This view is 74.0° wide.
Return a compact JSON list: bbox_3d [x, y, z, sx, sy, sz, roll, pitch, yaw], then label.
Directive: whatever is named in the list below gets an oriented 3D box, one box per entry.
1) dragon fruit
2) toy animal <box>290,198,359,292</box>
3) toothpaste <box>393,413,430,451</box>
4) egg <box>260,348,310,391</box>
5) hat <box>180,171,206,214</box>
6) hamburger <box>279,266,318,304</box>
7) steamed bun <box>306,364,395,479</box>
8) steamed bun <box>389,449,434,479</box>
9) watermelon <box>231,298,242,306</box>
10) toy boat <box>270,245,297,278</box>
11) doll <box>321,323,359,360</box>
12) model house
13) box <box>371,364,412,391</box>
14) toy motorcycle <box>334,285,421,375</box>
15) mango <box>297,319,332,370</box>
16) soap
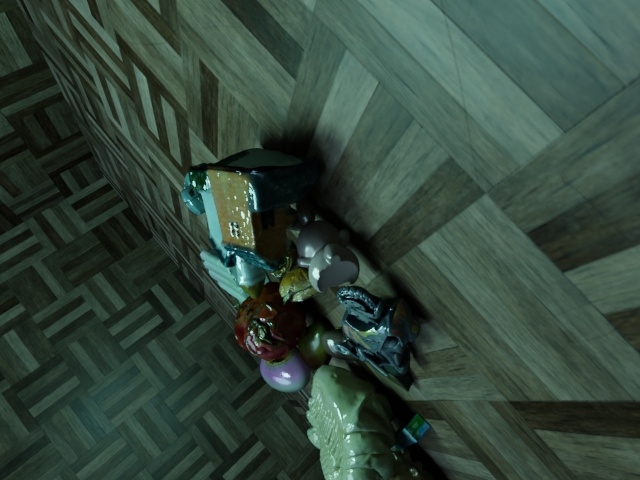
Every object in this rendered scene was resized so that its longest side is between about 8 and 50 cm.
[{"bbox_3d":[-0.158,0.256,1.358,0.315,0.250,0.250,-1,124,60],"label":"dragon fruit"},{"bbox_3d":[0.000,0.001,0.891,0.124,0.124,0.212,82,164,-50],"label":"toy animal"},{"bbox_3d":[0.266,0.595,1.304,0.050,0.065,0.266,42,155,21],"label":"toothpaste"},{"bbox_3d":[-0.149,0.565,1.868,0.271,0.196,0.196,9,134,39],"label":"egg"},{"bbox_3d":[-0.445,-0.142,1.512,0.191,0.078,0.138,57,158,-14],"label":"hat"},{"bbox_3d":[-0.078,0.130,1.215,0.176,0.102,0.087,-6,107,63],"label":"hamburger"},{"bbox_3d":[0.110,0.578,1.326,0.352,0.247,0.339,36,125,51],"label":"steamed bun"},{"bbox_3d":[0.298,0.803,1.448,0.295,0.137,0.292,35,162,8],"label":"steamed bun"},{"bbox_3d":[-0.317,0.243,1.806,0.109,0.109,0.109,40,155,24],"label":"watermelon"},{"bbox_3d":[-0.117,0.061,1.216,0.064,0.072,0.206,47,157,9],"label":"toy boat"},{"bbox_3d":[0.067,0.267,1.130,0.145,0.096,0.188,13,167,-15],"label":"doll"},{"bbox_3d":[-0.127,-0.028,0.849,0.253,0.184,0.291,14,113,43],"label":"model house"},{"bbox_3d":[0.179,0.340,1.113,0.126,0.031,0.091,21,158,51],"label":"box"},{"bbox_3d":[0.125,0.197,0.908,0.173,0.108,0.307,12,144,21],"label":"toy motorcycle"},{"bbox_3d":[-0.016,0.347,1.404,0.267,0.111,0.133,98,149,-51],"label":"mango"},{"bbox_3d":[-0.336,0.118,1.645,0.347,0.115,0.208,15,137,55],"label":"soap"}]
